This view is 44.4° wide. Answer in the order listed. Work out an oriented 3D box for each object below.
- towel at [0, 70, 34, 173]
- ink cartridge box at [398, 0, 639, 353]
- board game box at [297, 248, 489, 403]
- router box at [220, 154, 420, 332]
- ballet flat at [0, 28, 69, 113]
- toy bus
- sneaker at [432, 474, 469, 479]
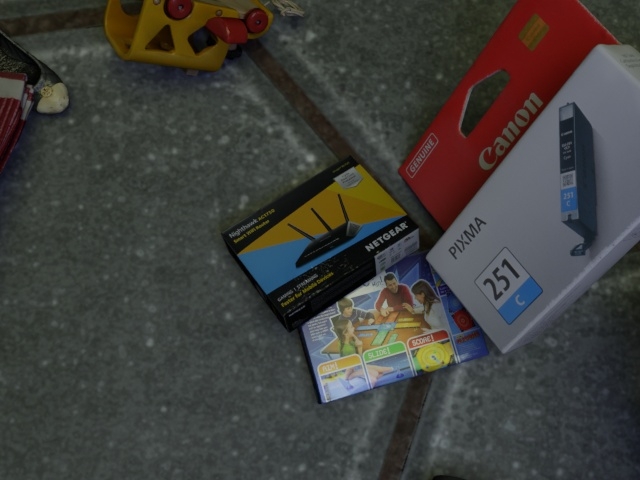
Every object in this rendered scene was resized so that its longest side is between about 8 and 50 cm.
[{"bbox_3d":[-0.456,-0.052,0.800,0.236,0.037,0.329,10,61,4],"label":"towel"},{"bbox_3d":[0.202,-0.076,0.786,0.066,0.296,0.261,-12,57,-42],"label":"ink cartridge box"},{"bbox_3d":[0.076,0.093,0.891,0.201,0.035,0.136,-14,81,-10],"label":"board game box"},{"bbox_3d":[0.000,0.000,0.869,0.178,0.046,0.133,-32,58,-14],"label":"router box"},{"bbox_3d":[-0.358,-0.203,0.886,0.173,0.049,0.057,39,77,1],"label":"ballet flat"},{"bbox_3d":[-0.143,-0.243,0.895,0.202,0.191,0.104,26,120,-1],"label":"toy bus"},{"bbox_3d":[0.212,0.386,0.810,0.295,0.124,0.178,32,67,-1],"label":"sneaker"}]
